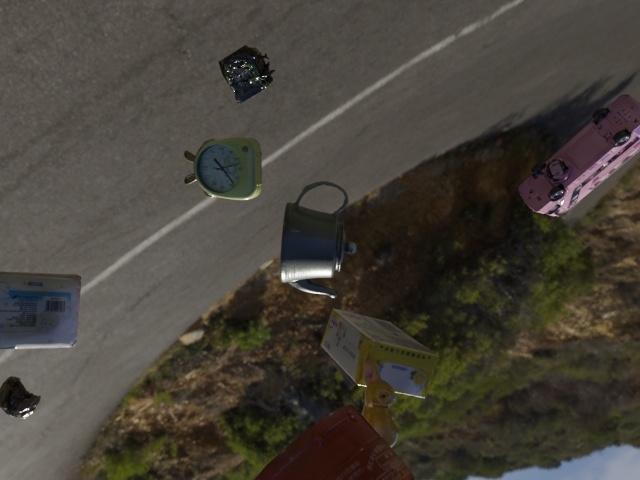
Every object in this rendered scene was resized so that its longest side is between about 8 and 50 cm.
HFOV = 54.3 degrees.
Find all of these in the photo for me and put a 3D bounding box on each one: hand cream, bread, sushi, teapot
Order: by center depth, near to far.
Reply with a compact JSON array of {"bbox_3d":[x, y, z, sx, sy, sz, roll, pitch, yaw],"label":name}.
[{"bbox_3d":[0.013,0.360,0.884,0.230,0.149,0.230,-38,155,-21],"label":"hand cream"},{"bbox_3d":[-0.129,-0.308,1.130,0.084,0.083,0.056,-20,-158,35],"label":"sushi"},{"bbox_3d":[0.000,0.000,1.252,0.162,0.149,0.239,-76,172,-77],"label":"teapot"},{"bbox_3d":[-0.759,0.398,1.554,0.082,0.113,0.060,-62,163,0],"label":"bread"}]

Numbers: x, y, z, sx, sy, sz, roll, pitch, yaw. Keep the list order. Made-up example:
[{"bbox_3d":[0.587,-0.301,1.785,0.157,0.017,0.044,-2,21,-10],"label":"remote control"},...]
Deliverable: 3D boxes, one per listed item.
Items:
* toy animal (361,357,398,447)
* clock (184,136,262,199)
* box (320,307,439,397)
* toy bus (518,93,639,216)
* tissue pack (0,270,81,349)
[{"bbox_3d":[0.101,0.293,1.115,0.070,0.159,0.083,-1,178,17],"label":"toy animal"},{"bbox_3d":[-0.279,-0.202,1.732,0.069,0.232,0.170,-39,131,-73],"label":"clock"},{"bbox_3d":[0.122,0.242,1.379,0.265,0.168,0.097,-155,-100,-69],"label":"box"},{"bbox_3d":[0.390,-0.118,0.909,0.090,0.063,0.203,10,135,-44],"label":"toy bus"},{"bbox_3d":[-0.762,0.178,1.589,0.124,0.201,0.271,-1,174,39],"label":"tissue pack"}]
